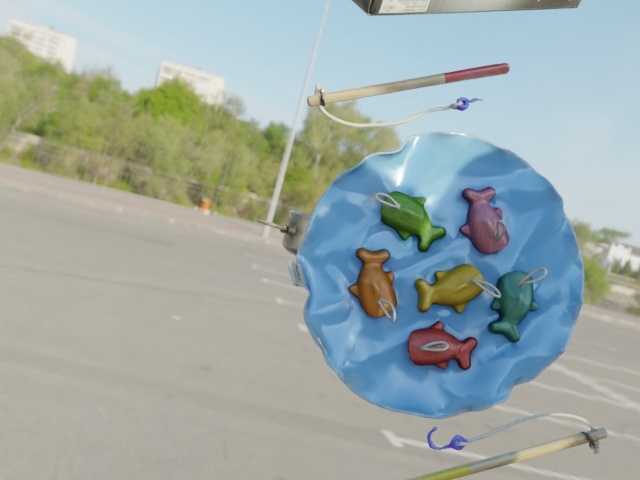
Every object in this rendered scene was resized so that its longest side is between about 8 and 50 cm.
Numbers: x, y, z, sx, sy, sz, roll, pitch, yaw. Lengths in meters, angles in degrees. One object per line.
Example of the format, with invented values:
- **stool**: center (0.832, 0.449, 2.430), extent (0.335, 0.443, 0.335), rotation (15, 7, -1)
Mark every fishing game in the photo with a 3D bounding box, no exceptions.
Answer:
- **fishing game**: center (0.076, 0.019, 0.509), extent (0.189, 0.264, 0.041), rotation (-9, -4, -3)

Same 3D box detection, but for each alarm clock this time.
- **alarm clock**: center (0.000, 0.000, 1.037), extent (0.192, 0.064, 0.129), rotation (17, 1, -34)

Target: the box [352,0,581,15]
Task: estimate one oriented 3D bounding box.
- **box**: center (0.085, -0.252, 0.658), extent (0.231, 0.056, 0.183), rotation (-13, 47, -34)
